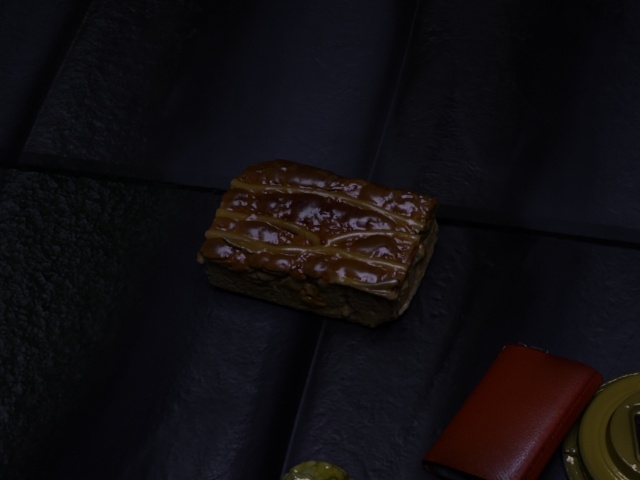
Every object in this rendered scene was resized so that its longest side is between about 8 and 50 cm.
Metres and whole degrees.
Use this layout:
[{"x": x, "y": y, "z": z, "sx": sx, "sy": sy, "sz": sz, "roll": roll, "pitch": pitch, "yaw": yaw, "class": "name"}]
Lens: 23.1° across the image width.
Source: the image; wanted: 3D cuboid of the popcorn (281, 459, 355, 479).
[{"x": 0.007, "y": 0.310, "z": 1.797, "sx": 0.106, "sy": 0.116, "sz": 0.120, "roll": -13, "pitch": 49, "yaw": -28, "class": "popcorn"}]

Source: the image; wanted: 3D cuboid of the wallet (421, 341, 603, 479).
[{"x": 0.231, "y": 0.218, "z": 1.883, "sx": 0.142, "sy": 0.045, "sz": 0.204, "roll": 15, "pitch": 52, "yaw": 37, "class": "wallet"}]

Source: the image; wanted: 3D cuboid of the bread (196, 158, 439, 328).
[{"x": 0.000, "y": 0.000, "z": 2.049, "sx": 0.275, "sy": 0.114, "sz": 0.184, "roll": 13, "pitch": 53, "yaw": 18, "class": "bread"}]

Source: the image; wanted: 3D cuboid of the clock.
[{"x": 0.403, "y": 0.241, "z": 1.849, "sx": 0.237, "sy": 0.057, "sz": 0.237, "roll": -2, "pitch": 50, "yaw": 3, "class": "clock"}]
